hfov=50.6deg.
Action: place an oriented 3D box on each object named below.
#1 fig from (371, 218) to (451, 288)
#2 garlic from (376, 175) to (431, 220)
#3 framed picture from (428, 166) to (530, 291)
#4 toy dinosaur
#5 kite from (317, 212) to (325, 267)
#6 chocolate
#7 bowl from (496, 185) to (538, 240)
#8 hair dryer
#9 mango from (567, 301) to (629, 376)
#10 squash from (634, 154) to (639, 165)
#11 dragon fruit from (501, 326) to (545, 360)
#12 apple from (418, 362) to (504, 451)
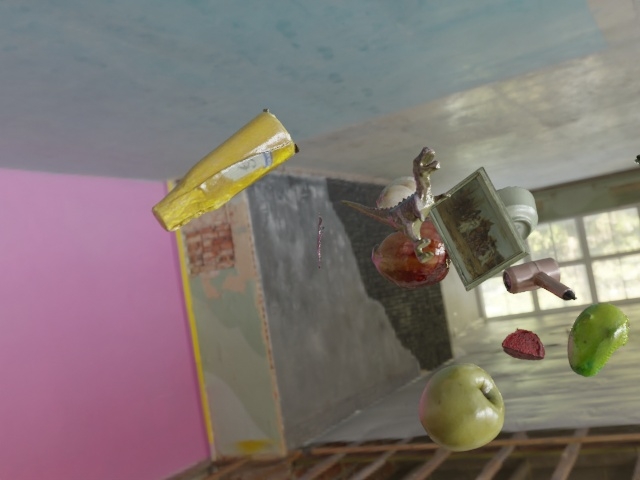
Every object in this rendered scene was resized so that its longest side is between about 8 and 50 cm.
[{"bbox_3d":[0.300,0.048,2.109,0.263,0.224,0.224,-30,170,15],"label":"fig"},{"bbox_3d":[0.313,-0.133,2.393,0.203,0.185,0.281,31,178,-1],"label":"garlic"},{"bbox_3d":[0.409,-0.030,1.805,0.017,0.275,0.217,2,146,-48],"label":"framed picture"},{"bbox_3d":[0.158,-0.053,1.321,0.072,0.200,0.251,-5,156,-33],"label":"toy dinosaur"},{"bbox_3d":[0.000,0.000,1.565,0.011,0.139,0.157,-1,158,-5],"label":"kite"},{"bbox_3d":[-0.269,-0.177,1.901,0.445,0.162,0.162,-40,-176,-16],"label":"chocolate"},{"bbox_3d":[0.613,-0.060,2.196,0.211,0.112,0.212,-6,133,-6],"label":"bowl"},{"bbox_3d":[0.787,0.153,2.360,0.189,0.107,0.344,-12,-167,-7],"label":"hair dryer"},{"bbox_3d":[0.621,0.222,1.536,0.100,0.179,0.119,29,177,-9],"label":"mango"},{"bbox_3d":[0.912,-0.210,1.833,0.105,0.105,0.132,-9,-155,5],"label":"squash"},{"bbox_3d":[0.767,0.395,2.563,0.162,0.106,0.083,13,149,11],"label":"dragon fruit"},{"bbox_3d":[0.435,0.514,2.080,0.262,0.263,0.262,-9,175,-1],"label":"apple"}]
